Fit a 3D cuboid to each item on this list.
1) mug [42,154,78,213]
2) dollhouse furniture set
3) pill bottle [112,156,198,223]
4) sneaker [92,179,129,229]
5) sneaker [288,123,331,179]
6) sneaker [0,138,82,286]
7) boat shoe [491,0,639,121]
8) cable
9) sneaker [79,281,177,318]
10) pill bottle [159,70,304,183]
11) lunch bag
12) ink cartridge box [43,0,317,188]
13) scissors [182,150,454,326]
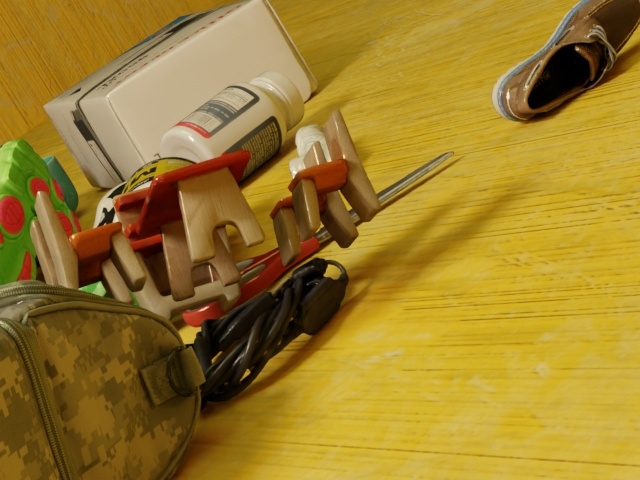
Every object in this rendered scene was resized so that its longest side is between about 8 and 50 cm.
[{"bbox_3d":[-0.436,-0.051,2.375,0.129,0.097,0.158,-26,16,15],"label":"mug"},{"bbox_3d":[-0.116,-0.021,1.325,0.262,0.135,0.259,-17,-12,-17],"label":"dollhouse furniture set"},{"bbox_3d":[-0.158,-0.015,1.641,0.119,0.119,0.208,-30,12,3],"label":"pill bottle"},{"bbox_3d":[-0.212,-0.012,1.858,0.121,0.079,0.217,-19,26,28],"label":"sneaker"},{"bbox_3d":[0.004,-0.092,1.739,0.061,0.054,0.152,-18,23,11],"label":"sneaker"},{"bbox_3d":[-0.455,0.006,2.055,0.202,0.185,0.483,-23,15,15],"label":"sneaker"},{"bbox_3d":[0.250,-0.175,1.500,0.183,0.066,0.066,-43,21,-8],"label":"boat shoe"},{"bbox_3d":[-0.065,0.078,1.299,0.150,0.047,0.184,-18,20,42],"label":"cable"},{"bbox_3d":[-0.232,0.090,1.501,0.295,0.109,0.123,-37,15,15],"label":"sneaker"},{"bbox_3d":[-0.106,-0.136,1.980,0.180,0.108,0.108,-40,17,-34],"label":"pill bottle"},{"bbox_3d":[-0.265,0.152,1.165,0.305,0.213,0.256,-17,2,38],"label":"lunch bag"},{"bbox_3d":[-0.219,-0.215,2.351,0.285,0.166,0.395,-36,16,-17],"label":"ink cartridge box"},{"bbox_3d":[0.000,0.000,1.496,0.297,0.021,0.109,-27,12,10],"label":"scissors"}]
